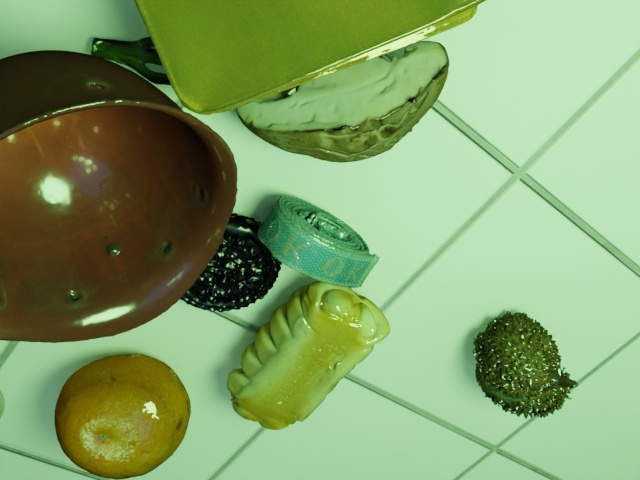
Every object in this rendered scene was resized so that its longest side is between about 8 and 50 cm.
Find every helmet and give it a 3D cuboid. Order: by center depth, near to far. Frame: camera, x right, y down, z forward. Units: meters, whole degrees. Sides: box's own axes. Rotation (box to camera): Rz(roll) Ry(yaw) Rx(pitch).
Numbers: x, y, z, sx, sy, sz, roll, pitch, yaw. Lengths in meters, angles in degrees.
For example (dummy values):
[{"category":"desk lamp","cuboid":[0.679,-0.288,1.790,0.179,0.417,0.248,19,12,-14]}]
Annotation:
[{"category":"helmet","cuboid":[-0.292,-0.069,0.694,0.338,0.230,0.384,-32,155,-12]}]

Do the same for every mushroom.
[{"category":"mushroom","cuboid":[0.037,-0.175,0.830,0.286,0.155,0.151,-14,152,1]}]

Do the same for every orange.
[{"category":"orange","cuboid":[-0.338,0.296,1.038,0.224,0.170,0.223,0,102,-2]}]

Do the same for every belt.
[{"category":"belt","cuboid":[-0.007,-0.003,0.913,0.163,0.147,0.082,12,120,-50]}]

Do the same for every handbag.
[{"category":"handbag","cuboid":[-0.017,-0.331,0.677,0.401,0.133,0.282,-21,100,2]}]

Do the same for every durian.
[{"category":"durian","cuboid":[0.376,0.231,1.098,0.167,0.196,0.196,-52,123,-19]}]

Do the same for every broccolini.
[{"category":"broccolini","cuboid":[-0.193,-0.239,0.794,0.203,0.068,0.091,15,107,0]}]

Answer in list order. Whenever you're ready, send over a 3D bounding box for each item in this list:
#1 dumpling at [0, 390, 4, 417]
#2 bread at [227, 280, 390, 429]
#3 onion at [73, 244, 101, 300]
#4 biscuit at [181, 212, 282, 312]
[{"category":"dumpling","cuboid":[-0.629,0.286,1.032,0.111,0.181,0.155,28,85,14]},{"category":"bread","cuboid":[-0.038,0.197,1.047,0.173,0.121,0.311,33,112,-22]},{"category":"onion","cuboid":[-0.333,0.056,0.866,0.160,0.194,0.159,-7,122,-11]},{"category":"biscuit","cuboid":[-0.156,0.036,0.966,0.195,0.053,0.194,-4,123,-6]}]
